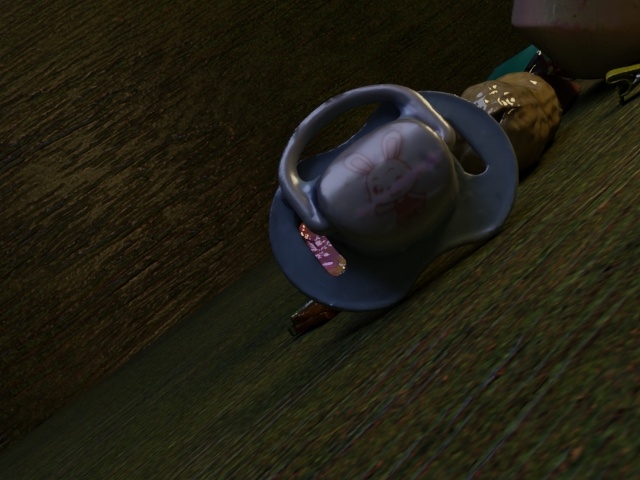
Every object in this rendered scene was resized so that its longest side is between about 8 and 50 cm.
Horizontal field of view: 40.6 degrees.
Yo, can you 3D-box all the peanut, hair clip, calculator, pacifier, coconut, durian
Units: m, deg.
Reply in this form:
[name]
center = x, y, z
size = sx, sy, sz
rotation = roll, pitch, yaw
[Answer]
[peanut]
center = 0.266, -0.169, 1.240
size = 0.149, 0.149, 0.313
rotation = -33, 5, 31
[hair clip]
center = 0.464, -0.248, 1.145
size = 0.173, 0.046, 0.072
rotation = -31, 9, 27
[calculator]
center = 0.405, -0.315, 1.931
size = 0.274, 0.058, 0.248
rotation = -56, 13, -22
[pacifier]
center = 0.077, -0.040, 0.991
size = 0.287, 0.238, 0.225
rotation = -37, -25, -5
[coconut]
center = 0.469, -0.421, 1.428
size = 0.298, 0.309, 0.297
rotation = 2, 20, -1
[durian]
center = -0.001, -0.002, 1.322
size = 0.132, 0.182, 0.165
rotation = -16, -17, 33

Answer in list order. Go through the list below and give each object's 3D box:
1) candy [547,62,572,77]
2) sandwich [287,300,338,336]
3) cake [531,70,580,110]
[candy]
center = 0.497, -0.346, 1.976
size = 0.084, 0.078, 0.288
rotation = 8, -43, -49
[sandwich]
center = 0.006, 0.085, 1.121
size = 0.101, 0.026, 0.069
rotation = -31, 4, 37
[cake]
center = 0.405, -0.239, 1.575
size = 0.109, 0.090, 0.225
rotation = -35, -15, 31
